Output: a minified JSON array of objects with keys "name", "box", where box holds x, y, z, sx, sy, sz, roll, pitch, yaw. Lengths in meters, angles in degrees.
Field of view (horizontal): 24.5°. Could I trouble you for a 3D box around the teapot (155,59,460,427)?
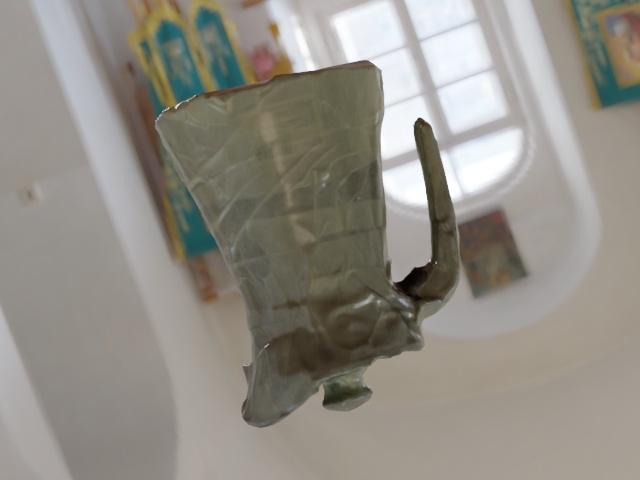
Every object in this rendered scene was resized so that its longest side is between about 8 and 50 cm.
[{"name":"teapot","box":[0.000,0.000,0.358,0.067,0.083,0.057,-12,178,0]}]
